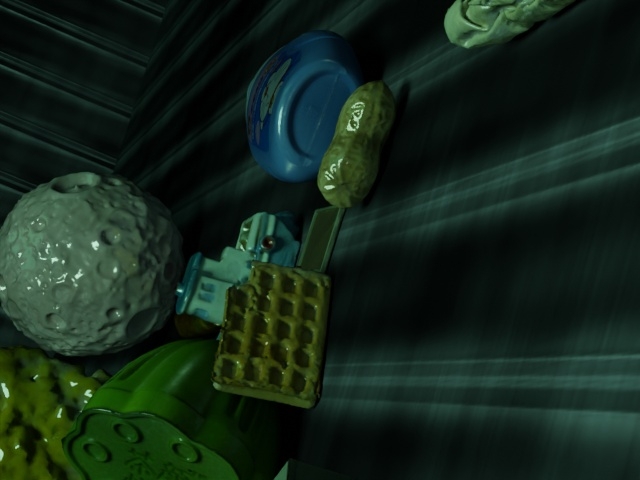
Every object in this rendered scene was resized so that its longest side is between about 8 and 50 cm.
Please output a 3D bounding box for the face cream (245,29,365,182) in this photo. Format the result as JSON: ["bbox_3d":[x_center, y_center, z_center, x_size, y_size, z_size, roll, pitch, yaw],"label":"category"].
[{"bbox_3d":[-0.021,-0.134,1.478,0.264,0.083,0.149,-141,74,-76],"label":"face cream"}]

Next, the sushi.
[{"bbox_3d":[-0.331,0.247,1.527,0.351,0.397,0.240,120,165,-66],"label":"sushi"}]

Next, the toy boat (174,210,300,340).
[{"bbox_3d":[-0.095,0.062,1.469,0.088,0.102,0.215,153,134,-75],"label":"toy boat"}]

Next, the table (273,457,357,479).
[{"bbox_3d":[-0.018,0.246,0.874,0.240,0.111,0.121,123,160,-47],"label":"table"}]

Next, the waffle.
[{"bbox_3d":[-0.040,0.074,1.254,0.021,0.092,0.135,107,170,-48],"label":"waffle"}]

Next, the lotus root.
[{"bbox_3d":[-0.100,0.149,1.293,0.186,0.186,0.186,-161,90,-77],"label":"lotus root"}]

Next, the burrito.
[{"bbox_3d":[0.130,-0.157,0.984,0.185,0.045,0.041,152,135,-70],"label":"burrito"}]

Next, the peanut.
[{"bbox_3d":[0.032,-0.081,1.269,0.054,0.054,0.113,-161,90,-77],"label":"peanut"}]

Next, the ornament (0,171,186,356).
[{"bbox_3d":[-0.310,0.023,2.041,0.259,0.260,0.225,-99,1,-64],"label":"ornament"}]

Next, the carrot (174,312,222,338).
[{"bbox_3d":[-0.131,0.087,1.708,0.171,0.042,0.042,157,131,-72],"label":"carrot"}]

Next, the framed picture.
[{"bbox_3d":[0.000,0.000,1.375,0.089,0.007,0.066,168,120,-74],"label":"framed picture"}]
